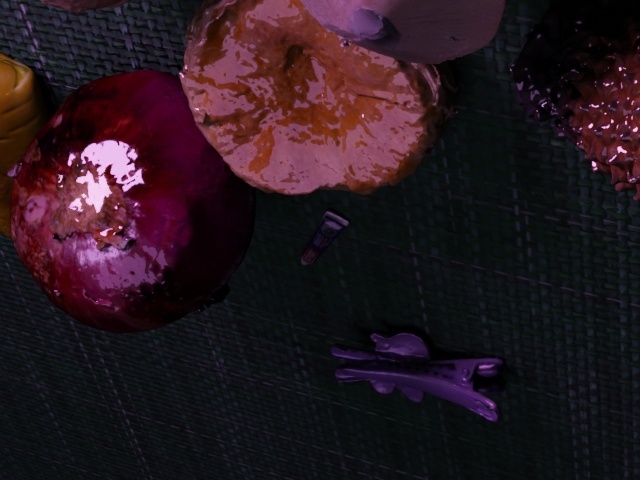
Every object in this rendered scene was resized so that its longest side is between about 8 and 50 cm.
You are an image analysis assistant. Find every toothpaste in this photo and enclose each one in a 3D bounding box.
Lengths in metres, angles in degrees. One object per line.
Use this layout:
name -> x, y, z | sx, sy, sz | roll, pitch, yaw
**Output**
toothpaste -> 0.000, 0.000, 2.300 | 0.037, 0.021, 0.140 | 30, 144, -5

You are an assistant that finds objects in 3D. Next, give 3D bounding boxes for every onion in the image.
onion -> -0.223, -0.048, 2.194 | 0.347, 0.348, 0.385 | 13, -178, 22

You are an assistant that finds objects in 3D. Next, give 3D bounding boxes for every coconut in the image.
coconut -> 0.090, -0.295, 1.648 | 0.239, 0.244, 0.239 | 20, 146, 15

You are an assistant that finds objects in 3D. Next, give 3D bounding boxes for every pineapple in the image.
pineapple -> 0.320, -0.159, 1.720 | 0.357, 0.223, 0.223 | 22, 150, 41

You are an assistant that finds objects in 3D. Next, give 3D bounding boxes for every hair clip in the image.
hair clip -> 0.154, 0.199, 2.397 | 0.278, 0.090, 0.137 | 15, 140, 26

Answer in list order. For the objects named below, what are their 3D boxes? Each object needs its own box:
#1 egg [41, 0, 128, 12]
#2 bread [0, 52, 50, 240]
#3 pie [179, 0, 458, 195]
egg -> -0.289, -0.372, 1.865 | 0.245, 0.203, 0.203 | 39, 146, -3
bread -> -0.462, -0.120, 2.397 | 0.166, 0.112, 0.383 | 16, 144, 19
pie -> -0.010, -0.185, 1.954 | 0.339, 0.083, 0.339 | 7, 129, 9
